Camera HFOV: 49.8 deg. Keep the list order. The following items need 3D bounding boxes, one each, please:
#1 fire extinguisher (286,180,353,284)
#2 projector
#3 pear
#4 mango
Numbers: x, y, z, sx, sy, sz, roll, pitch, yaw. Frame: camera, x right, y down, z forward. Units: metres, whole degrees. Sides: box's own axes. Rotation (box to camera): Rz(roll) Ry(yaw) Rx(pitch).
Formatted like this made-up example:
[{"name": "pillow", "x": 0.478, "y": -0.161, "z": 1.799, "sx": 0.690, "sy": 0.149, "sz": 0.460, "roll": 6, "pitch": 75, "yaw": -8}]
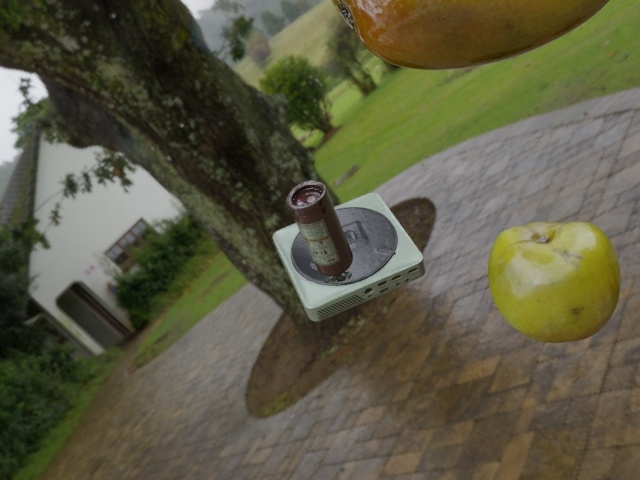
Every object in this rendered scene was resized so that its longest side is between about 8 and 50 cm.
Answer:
[{"name": "fire extinguisher", "x": 0.000, "y": 0.000, "z": 1.212, "sx": 0.099, "sy": 0.231, "sz": 0.071, "roll": 14, "pitch": 53, "yaw": 34}, {"name": "projector", "x": 0.055, "y": 0.032, "z": 1.456, "sx": 0.257, "sy": 0.079, "sz": 0.259, "roll": -23, "pitch": 42, "yaw": -6}, {"name": "pear", "x": 0.354, "y": 0.062, "z": 1.052, "sx": 0.200, "sy": 0.200, "sz": 0.200, "roll": -43, "pitch": 10, "yaw": 10}, {"name": "mango", "x": 0.160, "y": -0.282, "z": 0.690, "sx": 0.318, "sy": 0.211, "sz": 0.173, "roll": -8, "pitch": -15, "yaw": 12}]
